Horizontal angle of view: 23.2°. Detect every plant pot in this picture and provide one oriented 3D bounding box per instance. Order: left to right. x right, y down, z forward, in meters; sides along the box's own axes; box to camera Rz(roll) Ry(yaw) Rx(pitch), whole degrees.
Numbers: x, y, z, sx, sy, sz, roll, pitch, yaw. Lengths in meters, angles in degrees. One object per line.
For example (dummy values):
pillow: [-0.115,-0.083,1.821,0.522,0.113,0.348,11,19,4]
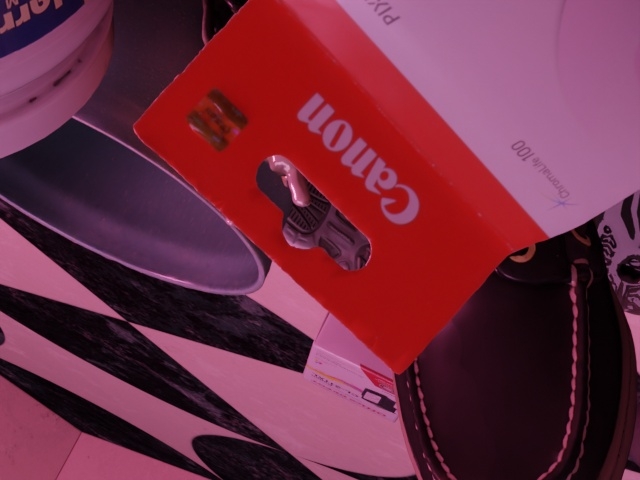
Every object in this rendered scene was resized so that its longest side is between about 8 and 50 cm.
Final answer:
plant pot: [-0.129,-0.118,1.116,0.293,0.196,0.293,24,163,8]

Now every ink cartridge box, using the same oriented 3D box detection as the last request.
ink cartridge box: [0.055,0.136,1.775,0.127,0.072,0.175,25,162,4]
ink cartridge box: [0.068,-0.071,0.658,0.189,0.232,0.066,44,172,-30]

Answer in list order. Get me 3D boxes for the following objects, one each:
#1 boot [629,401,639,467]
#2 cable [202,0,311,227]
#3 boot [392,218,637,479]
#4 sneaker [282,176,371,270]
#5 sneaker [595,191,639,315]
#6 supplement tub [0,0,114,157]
boot: [0.305,0.084,0.965,0.367,0.146,0.445,1,170,-15]
cable: [-0.048,-0.153,0.964,0.072,0.139,0.287,115,132,-77]
boot: [0.059,-0.058,0.807,0.138,0.377,0.284,-12,140,21]
sneaker: [0.000,0.000,1.477,0.232,0.090,0.115,49,161,-30]
sneaker: [0.228,-0.072,0.938,0.087,0.130,0.227,23,135,17]
supplement tub: [-0.227,-0.215,0.814,0.235,0.235,0.325,21,146,18]
